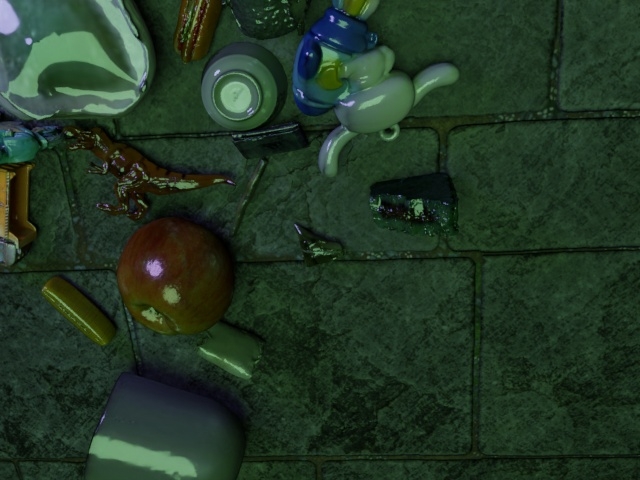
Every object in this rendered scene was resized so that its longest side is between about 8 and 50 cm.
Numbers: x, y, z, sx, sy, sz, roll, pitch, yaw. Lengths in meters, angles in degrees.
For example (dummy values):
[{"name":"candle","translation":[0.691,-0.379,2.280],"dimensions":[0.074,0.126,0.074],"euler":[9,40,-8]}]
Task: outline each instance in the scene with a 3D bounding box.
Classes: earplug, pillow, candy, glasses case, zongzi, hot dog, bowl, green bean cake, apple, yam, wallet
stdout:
[{"name":"earplug","translation":[-0.407,0.563,1.893],"dimensions":[0.394,0.312,0.312],"euler":[17,113,-4]},{"name":"pillow","translation":[-0.249,0.289,1.862],"dimensions":[0.181,0.134,0.077],"euler":[28,124,-7]},{"name":"candy","translation":[-0.578,-0.465,1.532],"dimensions":[0.387,0.186,0.426],"euler":[-15,109,2]},{"name":"glasses case","translation":[-0.655,0.192,1.879],"dimensions":[0.064,0.079,0.234],"euler":[-36,106,25]},{"name":"zongzi","translation":[0.000,0.000,1.760],"dimensions":[0.109,0.055,0.119],"euler":[-14,100,8]},{"name":"hot dog","translation":[-0.273,-0.507,1.557],"dimensions":[0.092,0.062,0.235],"euler":[18,114,-7]},{"name":"bowl","translation":[-0.184,-0.343,1.595],"dimensions":[0.212,0.112,0.211],"euler":[1,114,2]},{"name":"green bean cake","translation":[0.219,-0.074,1.634],"dimensions":[0.209,0.193,0.107],"euler":[-5,118,8]},{"name":"apple","translation":[-0.360,0.100,1.713],"dimensions":[0.302,0.301,0.301],"euler":[2,113,4]},{"name":"yam","translation":[-0.186,-0.104,1.740],"dimensions":[0.027,0.029,0.234],"euler":[11,117,-31]},{"name":"wallet","translation":[-0.118,-0.237,1.646],"dimensions":[0.166,0.111,0.030],"euler":[-9,72,10]}]

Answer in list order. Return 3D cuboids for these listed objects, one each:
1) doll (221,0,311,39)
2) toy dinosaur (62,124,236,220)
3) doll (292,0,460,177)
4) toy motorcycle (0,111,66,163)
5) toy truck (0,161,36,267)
[{"name":"doll","translation":[-0.115,-0.594,1.423],"dimensions":[0.248,0.247,0.349],"euler":[-6,123,7]},{"name":"toy dinosaur","translation":[-0.444,-0.138,1.715],"dimensions":[0.433,0.097,0.208],"euler":[22,104,-9]},{"name":"doll","translation":[0.068,-0.371,1.539],"dimensions":[0.376,0.187,0.365],"euler":[-43,114,-4]},{"name":"toy motorcycle","translation":[-0.775,-0.229,1.646],"dimensions":[0.297,0.198,0.109],"euler":[3,118,5]},{"name":"toy truck","translation":[-0.804,-0.069,1.765],"dimensions":[0.135,0.114,0.270],"euler":[13,111,4]}]
